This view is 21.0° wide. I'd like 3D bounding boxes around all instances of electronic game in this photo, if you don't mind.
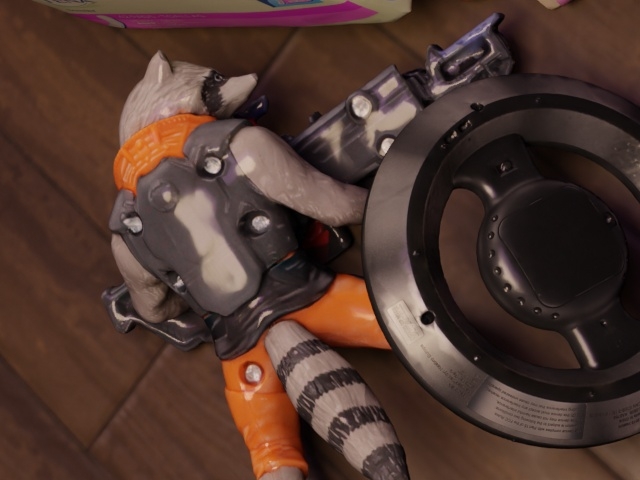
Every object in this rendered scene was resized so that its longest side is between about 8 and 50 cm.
[{"bbox_3d":[0.135,0.009,1.013,0.229,0.048,0.229,4,70,-12],"label":"electronic game"}]

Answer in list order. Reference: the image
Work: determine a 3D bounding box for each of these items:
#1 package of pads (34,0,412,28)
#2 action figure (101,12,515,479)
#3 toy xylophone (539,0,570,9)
[{"bbox_3d":[-0.117,-0.207,1.109,0.296,0.229,0.101,4,84,41],"label":"package of pads"},{"bbox_3d":[0.000,0.000,1.078,0.341,0.178,0.330,-44,74,16],"label":"action figure"},{"bbox_3d":[0.129,-0.318,1.118,0.236,0.081,0.323,-30,69,19],"label":"toy xylophone"}]
